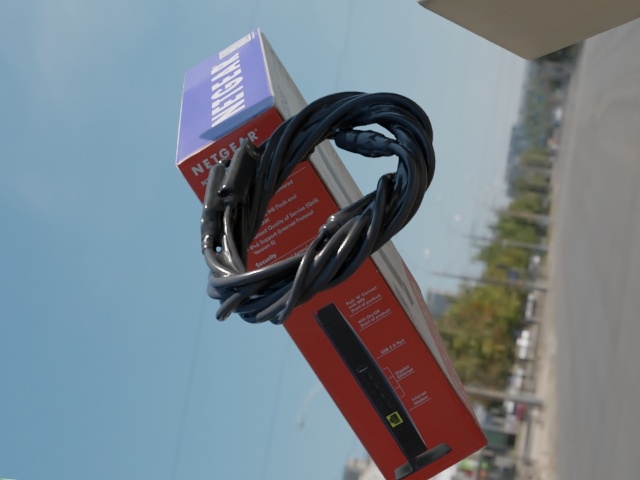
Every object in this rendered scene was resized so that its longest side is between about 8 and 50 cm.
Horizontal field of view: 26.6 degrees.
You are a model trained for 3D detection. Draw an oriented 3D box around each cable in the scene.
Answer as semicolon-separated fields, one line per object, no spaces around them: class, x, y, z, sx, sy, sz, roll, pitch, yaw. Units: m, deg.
cable;-0.002;-0.018;0.793;0.184;0.150;0.047;-86;-27;-53

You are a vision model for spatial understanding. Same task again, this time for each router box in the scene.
router box;0.000;0.000;1.095;0.301;0.082;0.335;58;-174;-18

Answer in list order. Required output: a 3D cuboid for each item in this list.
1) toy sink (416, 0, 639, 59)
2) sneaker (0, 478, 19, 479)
toy sink;0.195;-0.243;0.954;0.153;0.234;0.131;14;-116;-48
sneaker;-0.383;0.425;1.401;0.185;0.202;0.483;57;-153;-35
